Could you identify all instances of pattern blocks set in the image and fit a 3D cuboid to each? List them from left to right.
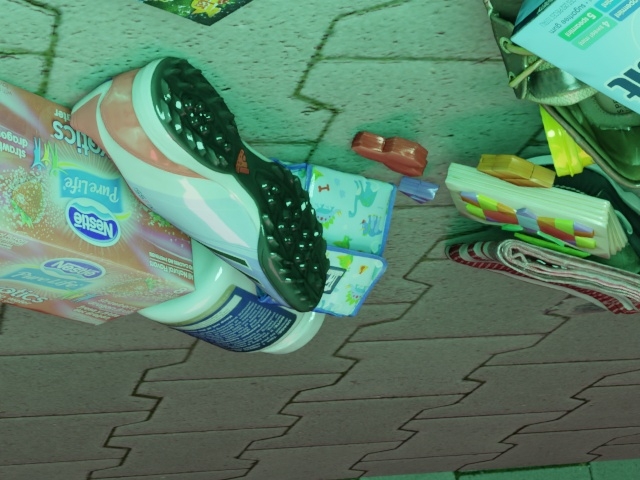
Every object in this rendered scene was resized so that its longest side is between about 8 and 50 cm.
[{"bbox_3d":[0.215,-0.029,1.493,0.325,0.026,0.285,14,168,31],"label":"pattern blocks set"}]

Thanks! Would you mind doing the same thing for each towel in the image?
[{"bbox_3d":[0.281,0.045,1.696,0.237,0.037,0.329,16,177,-5],"label":"towel"}]

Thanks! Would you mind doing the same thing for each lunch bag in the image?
[{"bbox_3d":[0.000,0.000,1.529,0.129,0.151,0.096,12,-179,-39],"label":"lunch bag"}]

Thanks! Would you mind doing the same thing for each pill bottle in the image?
[{"bbox_3d":[-0.101,0.042,1.628,0.153,0.153,0.265,-15,158,21],"label":"pill bottle"}]

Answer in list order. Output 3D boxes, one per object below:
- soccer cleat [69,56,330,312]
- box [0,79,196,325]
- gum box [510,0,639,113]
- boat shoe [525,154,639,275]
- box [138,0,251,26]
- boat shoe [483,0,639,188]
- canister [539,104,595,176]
[{"bbox_3d":[-0.102,-0.042,1.370,0.116,0.108,0.318,-11,137,31],"label":"soccer cleat"},{"bbox_3d":[-0.266,-0.030,1.373,0.142,0.154,0.300,-19,156,30],"label":"box"},{"bbox_3d":[0.250,-0.141,1.008,0.184,0.041,0.157,28,153,-13],"label":"gum box"},{"bbox_3d":[0.301,-0.021,1.682,0.114,0.091,0.302,-21,156,35],"label":"boat shoe"},{"bbox_3d":[-0.061,-0.235,1.030,0.233,0.044,0.159,-24,154,39],"label":"box"},{"bbox_3d":[0.196,-0.158,1.135,0.123,0.123,0.342,-13,143,21],"label":"boat shoe"},{"bbox_3d":[0.291,-0.127,1.351,0.170,0.073,0.126,-14,-156,11],"label":"canister"}]
